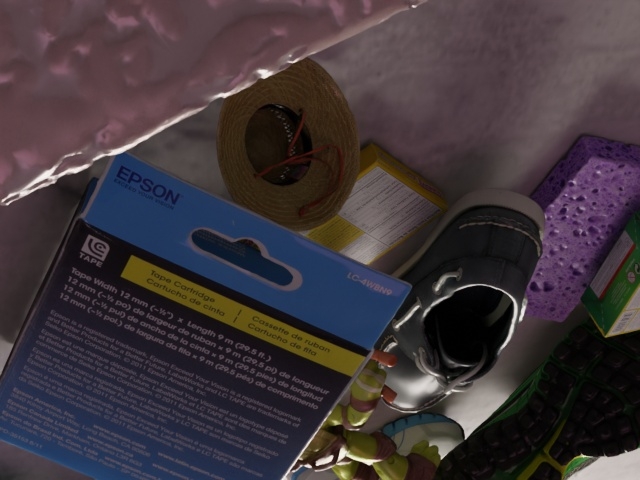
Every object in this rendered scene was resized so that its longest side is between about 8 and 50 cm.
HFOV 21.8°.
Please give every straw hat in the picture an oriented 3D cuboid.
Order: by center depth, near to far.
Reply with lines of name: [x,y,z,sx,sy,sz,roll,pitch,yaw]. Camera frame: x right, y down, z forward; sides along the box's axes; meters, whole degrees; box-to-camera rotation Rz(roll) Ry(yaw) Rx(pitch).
straw hat: [-0.041,-0.075,1.303,0.144,0.144,0.061,22,170,-38]

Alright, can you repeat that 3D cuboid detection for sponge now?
sponge: [0.228,-0.007,1.508,0.117,0.031,0.210,11,135,-30]

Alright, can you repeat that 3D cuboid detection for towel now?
towel: [-0.103,-0.227,0.937,0.332,0.053,0.317,-28,110,-11]

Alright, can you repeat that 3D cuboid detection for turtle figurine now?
turtle figurine: [0.012,0.178,1.552,0.269,0.087,0.217,-19,141,39]

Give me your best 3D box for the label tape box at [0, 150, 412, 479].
label tape box: [-0.103,0.068,1.353,0.249,0.115,0.347,24,129,-9]

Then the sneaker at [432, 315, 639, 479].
sneaker: [0.249,0.168,1.679,0.343,0.134,0.146,-38,178,12]

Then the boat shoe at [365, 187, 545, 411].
boat shoe: [0.108,0.080,1.482,0.116,0.099,0.319,17,142,-9]

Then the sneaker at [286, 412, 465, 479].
sneaker: [0.063,0.242,1.712,0.191,0.083,0.071,-21,139,4]

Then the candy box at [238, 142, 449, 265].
candy box: [0.000,0.000,1.439,0.206,0.027,0.105,-35,140,23]

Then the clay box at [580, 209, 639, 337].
clay box: [0.362,0.015,1.541,0.222,0.053,0.127,-10,144,-30]
